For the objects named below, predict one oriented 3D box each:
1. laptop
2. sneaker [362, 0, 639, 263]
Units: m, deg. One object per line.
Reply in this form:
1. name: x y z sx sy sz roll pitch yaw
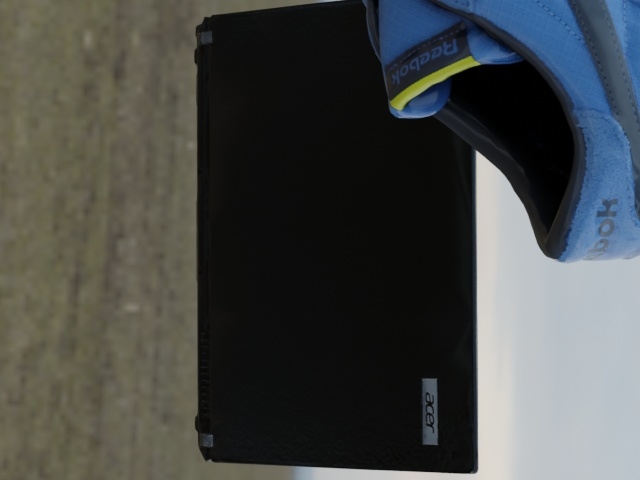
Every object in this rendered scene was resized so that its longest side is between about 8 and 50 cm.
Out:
1. laptop: 0.000 0.000 1.032 0.264 0.136 0.234 139 -48 -86
2. sneaker: 0.038 -0.087 0.521 0.209 0.082 0.069 59 -28 14
